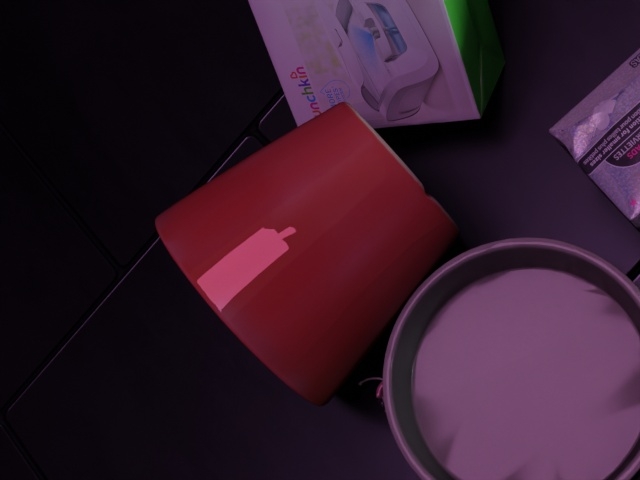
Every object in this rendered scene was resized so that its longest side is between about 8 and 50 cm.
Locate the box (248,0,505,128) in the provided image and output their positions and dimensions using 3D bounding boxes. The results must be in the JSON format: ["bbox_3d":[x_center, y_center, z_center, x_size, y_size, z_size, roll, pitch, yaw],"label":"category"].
[{"bbox_3d":[0.054,-0.265,1.499,0.231,0.262,0.127,-3,38,27],"label":"box"}]

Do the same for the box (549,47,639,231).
[{"bbox_3d":[0.382,-0.121,1.341,0.247,0.163,0.142,-43,58,11],"label":"box"}]

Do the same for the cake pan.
[{"bbox_3d":[0.211,0.144,1.390,0.293,0.054,0.293,-5,73,17],"label":"cake pan"}]

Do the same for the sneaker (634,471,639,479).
[{"bbox_3d":[0.362,0.239,1.273,0.286,0.109,0.130,-36,23,-4],"label":"sneaker"}]

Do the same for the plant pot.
[{"bbox_3d":[0.000,0.000,1.467,0.243,0.275,0.275,-41,60,2],"label":"plant pot"}]

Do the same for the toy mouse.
[{"bbox_3d":[0.120,0.167,1.469,0.161,0.031,0.143,-20,66,22],"label":"toy mouse"}]
